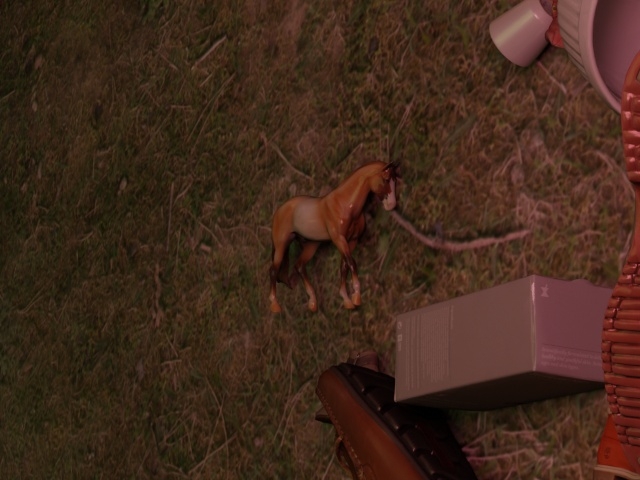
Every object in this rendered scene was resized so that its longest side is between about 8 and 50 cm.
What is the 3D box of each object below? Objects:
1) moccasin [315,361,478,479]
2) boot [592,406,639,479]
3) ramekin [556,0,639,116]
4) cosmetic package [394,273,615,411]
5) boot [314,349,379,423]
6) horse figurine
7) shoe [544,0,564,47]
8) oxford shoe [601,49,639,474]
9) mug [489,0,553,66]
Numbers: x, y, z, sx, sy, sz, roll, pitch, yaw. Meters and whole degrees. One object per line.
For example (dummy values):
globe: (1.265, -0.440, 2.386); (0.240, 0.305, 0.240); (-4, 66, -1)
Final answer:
moccasin: (0.093, 0.270, 1.835); (0.147, 0.139, 0.380); (-58, 46, 19)
boot: (0.307, 0.186, 1.560); (0.158, 0.059, 0.085); (-4, 74, 60)
ramekin: (0.310, -0.207, 1.525); (0.109, 0.207, 0.207); (-128, 54, -63)
cosmetic package: (0.188, 0.106, 1.713); (0.238, 0.127, 0.107); (-18, 67, 59)
boot: (0.035, 0.174, 2.042); (0.118, 0.042, 0.087); (-11, 67, 57)
horse figurine: (0.000, 0.000, 2.118); (0.263, 0.066, 0.174); (-10, 79, 56)
shoe: (0.284, -0.223, 1.707); (0.178, 0.063, 0.081); (27, 107, 64)
oxford shoe: (0.326, 0.014, 1.455); (0.140, 0.146, 0.397); (8, 105, 20)
mug: (0.220, -0.234, 1.818); (0.064, 0.062, 0.078); (-42, 54, 36)
